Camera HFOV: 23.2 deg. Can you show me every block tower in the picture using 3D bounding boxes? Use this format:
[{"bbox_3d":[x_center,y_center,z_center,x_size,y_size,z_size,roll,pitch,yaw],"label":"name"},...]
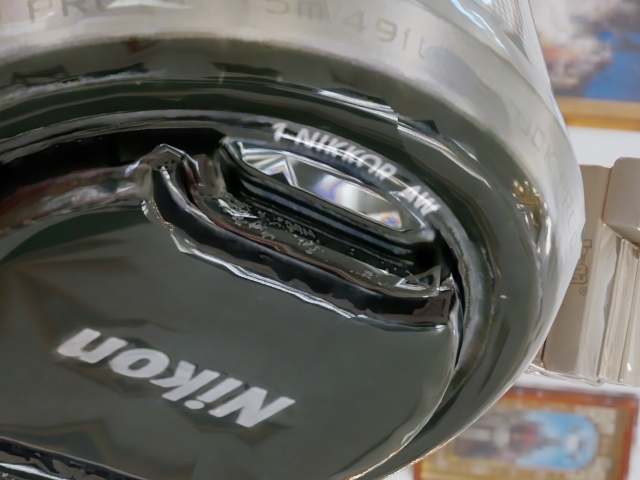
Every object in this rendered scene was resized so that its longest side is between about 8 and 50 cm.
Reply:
[{"bbox_3d":[0.000,0.000,0.741,0.091,0.335,0.097,22,76,-61],"label":"block tower"}]

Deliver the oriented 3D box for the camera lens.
[{"bbox_3d":[-0.049,-0.068,0.477,0.219,0.219,0.274,89,-5,-50],"label":"camera lens"}]
